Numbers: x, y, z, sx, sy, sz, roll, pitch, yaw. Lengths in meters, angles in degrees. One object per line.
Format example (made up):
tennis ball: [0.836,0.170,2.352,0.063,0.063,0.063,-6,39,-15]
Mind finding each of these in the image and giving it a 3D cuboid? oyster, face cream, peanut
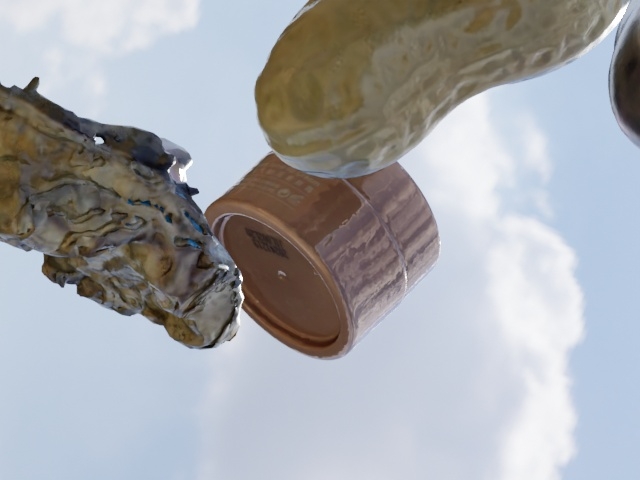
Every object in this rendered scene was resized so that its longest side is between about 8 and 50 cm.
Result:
oyster: [-0.145,-0.036,0.939,0.092,0.259,0.198,-65,-173,-5]
face cream: [0.000,0.000,1.408,0.104,0.149,0.149,-43,-171,-28]
peanut: [0.080,-0.131,1.154,0.274,0.111,0.125,-27,-148,-11]

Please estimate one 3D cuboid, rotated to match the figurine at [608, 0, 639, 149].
figurine: [0.192,-0.061,0.539,0.222,0.145,0.145,-1,-121,19]
